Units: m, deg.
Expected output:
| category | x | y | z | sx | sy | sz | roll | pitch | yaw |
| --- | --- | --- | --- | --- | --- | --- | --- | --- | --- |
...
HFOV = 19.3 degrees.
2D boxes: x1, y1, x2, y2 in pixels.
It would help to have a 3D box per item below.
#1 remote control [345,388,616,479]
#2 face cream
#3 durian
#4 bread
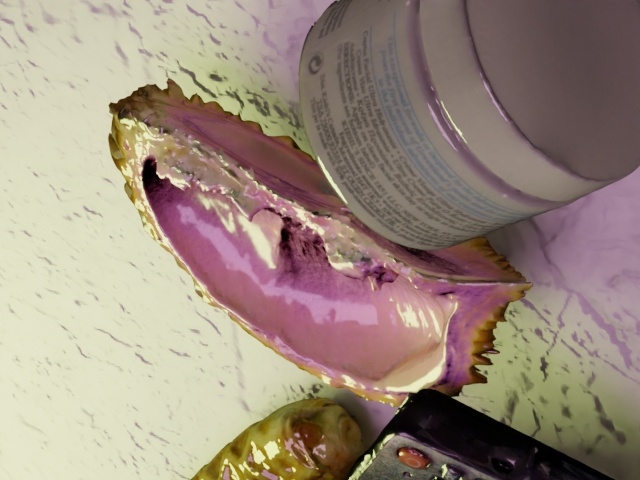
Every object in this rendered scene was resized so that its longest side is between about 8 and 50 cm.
| category | x | y | z | sx | sy | sz | roll | pitch | yaw |
| --- | --- | --- | --- | --- | --- | --- | --- | --- | --- |
| remote control | 0.217 | 0.217 | 1.311 | 0.398 | 0.062 | 0.144 | 26 | 144 | -4 |
| face cream | 0.095 | -0.095 | 1.150 | 0.153 | 0.177 | 0.177 | -22 | 107 | 45 |
| durian | -0.001 | 0.000 | 1.336 | 0.341 | 0.112 | 0.191 | 25 | 147 | 18 |
| bread | -0.079 | 0.230 | 1.579 | 0.367 | 0.084 | 0.077 | -44 | 51 | 47 |
